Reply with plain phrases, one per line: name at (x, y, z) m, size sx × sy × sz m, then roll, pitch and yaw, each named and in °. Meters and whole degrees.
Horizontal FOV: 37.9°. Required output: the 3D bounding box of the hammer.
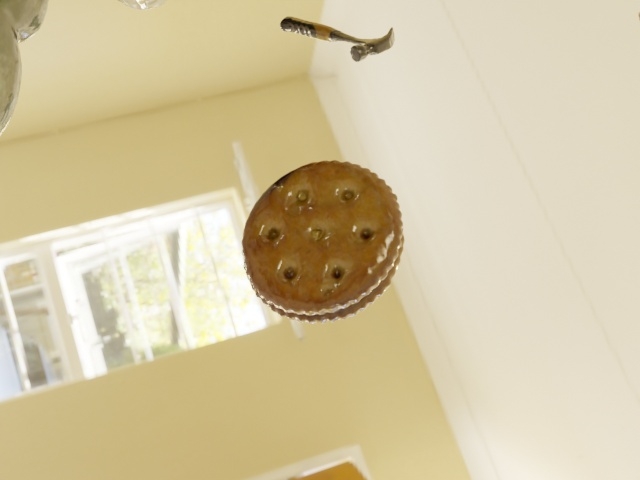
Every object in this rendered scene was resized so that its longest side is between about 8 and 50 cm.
hammer at (0.018, -0.263, 1.187) m, size 0.201 × 0.078 × 0.021 m, roll 28°, pitch -44°, yaw 47°

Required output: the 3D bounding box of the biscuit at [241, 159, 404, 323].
biscuit at (0.000, 0.000, 1.193) m, size 0.066 × 0.220 × 0.220 m, roll 60°, pitch 6°, yaw -62°

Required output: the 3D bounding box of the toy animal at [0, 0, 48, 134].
toy animal at (-0.279, -0.189, 0.781) m, size 0.127 × 0.251 × 0.125 m, roll 32°, pitch -10°, yaw -11°

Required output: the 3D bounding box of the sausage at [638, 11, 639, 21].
sausage at (0.375, -0.189, 1.009) m, size 0.034 × 0.034 × 0.129 m, roll 141°, pitch -60°, yaw -73°

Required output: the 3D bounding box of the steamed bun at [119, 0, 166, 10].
steamed bun at (-0.253, -0.543, 1.362) m, size 0.236 × 0.247 × 0.383 m, roll 40°, pitch -29°, yaw 2°
